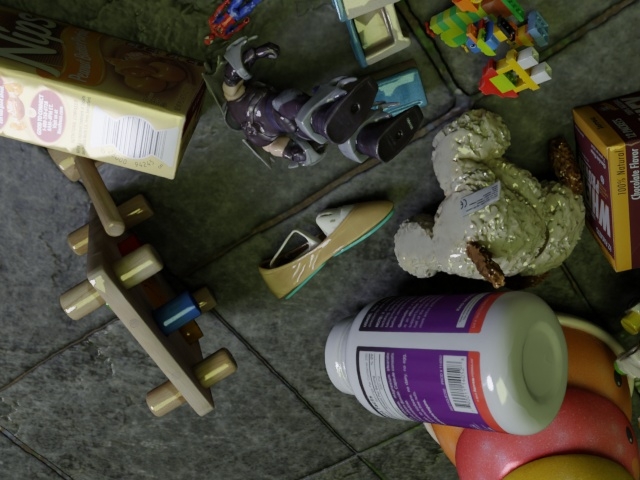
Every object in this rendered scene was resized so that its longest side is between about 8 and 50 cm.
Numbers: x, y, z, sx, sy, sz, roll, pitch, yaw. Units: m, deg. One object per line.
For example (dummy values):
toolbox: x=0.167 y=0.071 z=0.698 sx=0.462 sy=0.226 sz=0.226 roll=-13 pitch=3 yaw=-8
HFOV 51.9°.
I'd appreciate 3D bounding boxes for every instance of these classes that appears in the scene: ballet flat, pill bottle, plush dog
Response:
ballet flat: x=0.000 y=0.000 z=0.945 sx=0.232 sy=0.080 sz=0.073 roll=-39 pitch=99 yaw=21
pill bottle: x=0.163 y=0.166 z=0.927 sx=0.323 sy=0.181 sz=0.181 roll=-7 pitch=130 yaw=46
plush dog: x=0.257 y=-0.022 z=0.878 sx=0.226 sy=0.210 sz=0.262 roll=-1 pitch=126 yaw=-27

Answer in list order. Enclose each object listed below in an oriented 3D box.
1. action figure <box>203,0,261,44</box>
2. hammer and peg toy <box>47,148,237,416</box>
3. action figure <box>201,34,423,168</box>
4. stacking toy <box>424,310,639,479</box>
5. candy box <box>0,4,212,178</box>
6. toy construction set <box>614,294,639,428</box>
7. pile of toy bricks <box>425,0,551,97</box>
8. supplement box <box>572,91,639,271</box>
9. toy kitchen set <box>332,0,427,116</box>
action figure: x=-0.101 y=-0.278 z=0.795 sx=0.115 sy=0.030 sz=0.038 roll=-38 pitch=120 yaw=24
hammer and peg toy: x=-0.256 y=0.045 z=0.864 sx=0.127 sy=0.266 sz=0.361 roll=-31 pitch=120 yaw=-3
action figure: x=-0.029 y=-0.148 z=0.767 sx=0.185 sy=0.285 sz=0.099 roll=40 pitch=76 yaw=-41
stacking toy: x=0.339 y=0.365 z=0.933 sx=0.351 sy=0.479 sz=0.350 roll=0 pitch=123 yaw=0
candy box: x=-0.301 y=-0.184 z=0.763 sx=0.317 sy=0.182 sz=0.087 roll=15 pitch=121 yaw=-9
toy construction set: x=0.556 y=0.140 z=0.937 sx=0.328 sy=0.215 sz=0.151 roll=-31 pitch=163 yaw=-24
pile of toy bricks: x=0.176 y=-0.261 z=0.773 sx=0.105 sy=0.118 sz=0.212 roll=-16 pitch=143 yaw=43
supplement box: x=0.451 y=-0.089 z=0.850 sx=0.194 sy=0.129 sz=0.191 roll=-14 pitch=121 yaw=9
toy kitchen set: x=0.045 y=-0.212 z=0.752 sx=0.122 sy=0.166 sz=0.207 roll=-18 pitch=121 yaw=11
